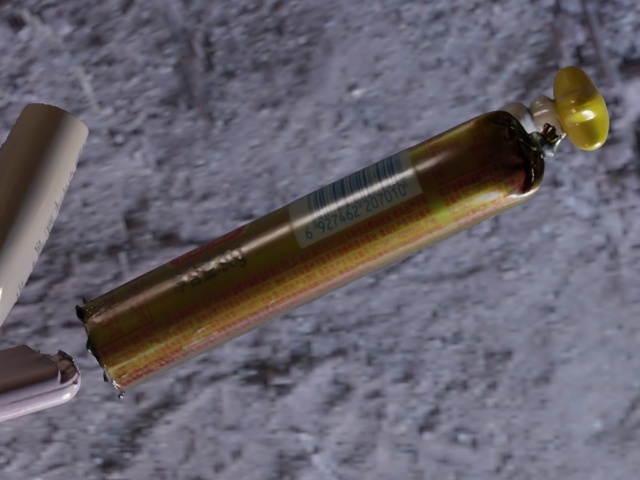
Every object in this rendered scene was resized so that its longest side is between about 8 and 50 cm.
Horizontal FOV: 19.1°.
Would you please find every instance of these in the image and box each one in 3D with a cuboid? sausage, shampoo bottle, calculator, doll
[{"bbox_3d":[0.000,0.000,1.348,0.371,0.082,0.082,-26,100,12],"label":"sausage"},{"bbox_3d":[-0.294,0.000,1.744,0.078,0.127,0.257,26,69,-16],"label":"shampoo bottle"},{"bbox_3d":[-0.268,0.117,1.443,0.175,0.100,0.032,-15,106,-24],"label":"calculator"},{"bbox_3d":[0.178,-0.100,1.561,0.135,0.113,0.072,-21,98,-59],"label":"doll"}]
